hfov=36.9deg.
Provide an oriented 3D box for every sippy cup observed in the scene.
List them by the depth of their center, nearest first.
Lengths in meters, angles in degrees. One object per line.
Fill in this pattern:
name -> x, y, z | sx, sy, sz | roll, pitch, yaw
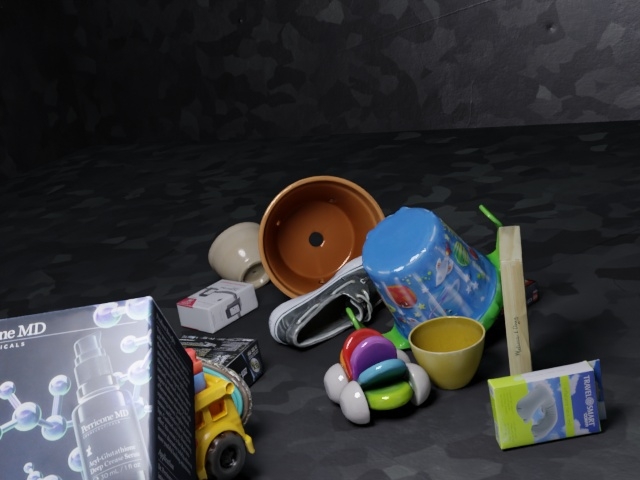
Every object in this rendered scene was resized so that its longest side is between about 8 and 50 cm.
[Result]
sippy cup -> 0.199, 0.062, 1.818 | 0.240, 0.224, 0.305 | 5, 55, 45

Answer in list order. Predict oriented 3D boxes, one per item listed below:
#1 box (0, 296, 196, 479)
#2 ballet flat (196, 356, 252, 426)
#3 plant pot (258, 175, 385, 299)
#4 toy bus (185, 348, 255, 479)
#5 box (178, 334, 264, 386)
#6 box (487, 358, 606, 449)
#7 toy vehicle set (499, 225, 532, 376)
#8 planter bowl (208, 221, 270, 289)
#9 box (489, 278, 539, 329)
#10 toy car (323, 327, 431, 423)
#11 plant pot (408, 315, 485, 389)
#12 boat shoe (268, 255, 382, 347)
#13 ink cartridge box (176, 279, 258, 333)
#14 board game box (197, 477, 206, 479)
box -> -0.325, 0.307, 1.233 | 0.294, 0.212, 0.395 | -10, 57, 4
ballet flat -> -0.336, 0.291, 1.716 | 0.483, 0.163, 0.182 | -8, -7, 12
plant pot -> 0.000, 0.000, 2.206 | 0.291, 0.290, 0.203 | -12, 2, -5
toy bus -> -0.229, 0.278, 1.456 | 0.150, 0.211, 0.220 | 11, 28, 43
box -> -0.225, 0.250, 1.851 | 0.180, 0.077, 0.147 | -1, 21, 28
box -> 0.356, 0.253, 1.482 | 0.178, 0.108, 0.042 | -11, 15, -1
toy vehicle set -> 0.333, 0.127, 1.622 | 0.035, 0.266, 0.166 | -5, 18, 12
planter bowl -> -0.177, 0.052, 2.329 | 0.162, 0.162, 0.109 | -19, 48, -24
box -> 0.314, 0.130, 1.969 | 0.233, 0.044, 0.159 | -24, 23, -36
toy car -> 0.093, 0.224, 1.667 | 0.159, 0.136, 0.182 | -15, 19, -15
plant pot -> 0.229, 0.207, 1.702 | 0.134, 0.095, 0.134 | -9, 22, 3
boat shoe -> 0.056, 0.138, 2.012 | 0.335, 0.121, 0.119 | -30, 33, -21
ink cartridge box -> -0.233, 0.147, 2.184 | 0.109, 0.063, 0.150 | 6, 25, 40
board game box -> -0.277, 0.410, 1.478 | 0.201, 0.035, 0.136 | -21, 22, -29
